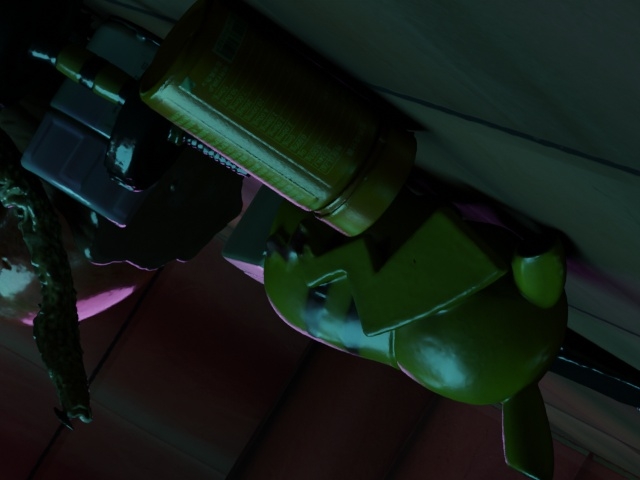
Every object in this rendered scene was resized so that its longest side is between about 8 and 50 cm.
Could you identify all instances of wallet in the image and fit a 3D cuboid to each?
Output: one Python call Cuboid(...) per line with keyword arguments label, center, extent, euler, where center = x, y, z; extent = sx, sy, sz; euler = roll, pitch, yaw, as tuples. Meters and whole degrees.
Cuboid(label="wallet", center=(0.252, 0.120, 2.019), extent=(0.323, 0.041, 0.247), euler=(28, 176, 4))

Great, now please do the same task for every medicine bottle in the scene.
Cuboid(label="medicine bottle", center=(-0.197, -0.113, 1.696), extent=(0.135, 0.168, 0.135), euler=(32, 175, 3))
Cuboid(label="medicine bottle", center=(-0.030, -0.091, 1.288), extent=(0.192, 0.096, 0.096), euler=(33, 175, -18))

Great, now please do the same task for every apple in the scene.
Cuboid(label="apple", center=(-0.386, -0.050, 2.535), extent=(0.364, 0.364, 0.364), euler=(31, 175, 3))

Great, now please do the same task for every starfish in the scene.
Cuboid(label="starfish", center=(-0.332, -0.020, 1.775), extent=(0.398, 0.132, 0.384), euler=(52, 176, -8))

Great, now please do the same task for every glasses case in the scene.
Cuboid(label="glasses case", center=(-0.027, -0.015, 1.863), extent=(0.070, 0.131, 0.313), euler=(33, 175, -10))

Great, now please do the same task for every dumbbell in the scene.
Cuboid(label="dumbbell", center=(-0.193, -0.144, 1.507), extent=(0.325, 0.143, 0.143), euler=(31, 175, 9))

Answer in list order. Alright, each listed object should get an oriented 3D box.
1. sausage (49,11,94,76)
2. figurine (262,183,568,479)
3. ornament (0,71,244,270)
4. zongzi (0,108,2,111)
Cuboid(label="sausage", center=(-0.321, -0.252, 1.655), extent=(0.083, 0.083, 0.264), euler=(28, 172, 39))
Cuboid(label="figurine", center=(0.092, 0.037, 1.498), extent=(0.326, 0.218, 0.169), euler=(22, -148, 26))
Cuboid(label="ornament", center=(-0.226, -0.103, 1.907), extent=(0.217, 0.235, 0.221), euler=(32, 151, 39))
Cuboid(label="zongzi", center=(-0.393, -0.099, 2.024), extent=(0.432, 0.403, 0.208), euler=(26, 142, -7))
